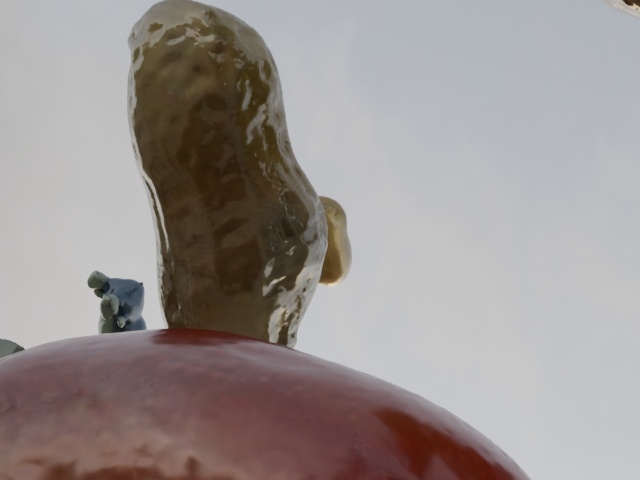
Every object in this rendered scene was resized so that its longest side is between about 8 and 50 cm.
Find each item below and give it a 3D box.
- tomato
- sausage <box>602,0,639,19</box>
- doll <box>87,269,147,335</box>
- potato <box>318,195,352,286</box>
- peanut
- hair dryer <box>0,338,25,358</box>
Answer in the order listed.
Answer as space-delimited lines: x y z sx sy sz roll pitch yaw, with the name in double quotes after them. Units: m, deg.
-0.045 0.203 0.552 0.341 0.341 0.273 22 -5 14 "tomato"
0.306 -0.268 0.662 0.501 0.123 0.136 -41 -52 15 "sausage"
-0.188 0.076 1.520 0.050 0.076 0.083 -7 -64 -15 "doll"
0.000 0.000 1.380 0.068 0.062 0.083 41 -50 27 "potato"
-0.050 -0.024 0.857 0.099 0.099 0.214 -5 -74 33 "peanut"
-0.212 0.073 0.883 0.054 0.106 0.154 19 -31 24 "hair dryer"
